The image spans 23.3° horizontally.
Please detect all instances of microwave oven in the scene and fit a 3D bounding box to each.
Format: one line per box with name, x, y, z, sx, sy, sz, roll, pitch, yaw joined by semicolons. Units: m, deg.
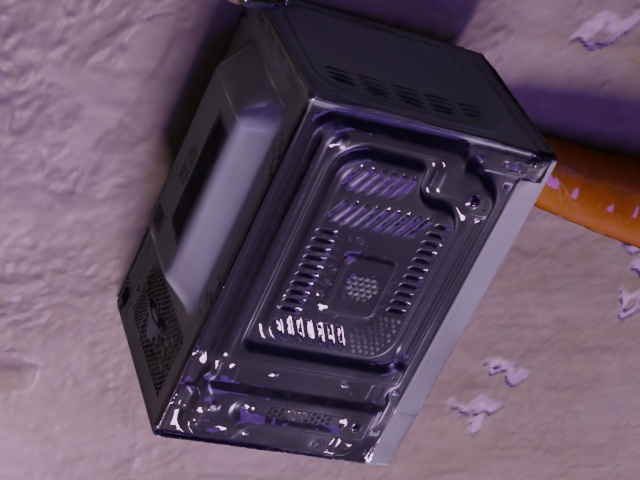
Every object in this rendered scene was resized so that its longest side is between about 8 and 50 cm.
microwave oven;0.000;0.000;0.803;0.162;0.122;0.208;11;120;-26

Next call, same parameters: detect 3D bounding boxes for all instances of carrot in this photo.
carrot;0.198;-0.022;0.943;0.336;0.069;0.069;15;118;-32

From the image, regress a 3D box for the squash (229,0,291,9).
squash;-0.110;-0.195;0.631;0.080;0.071;0.318;-25;133;12
